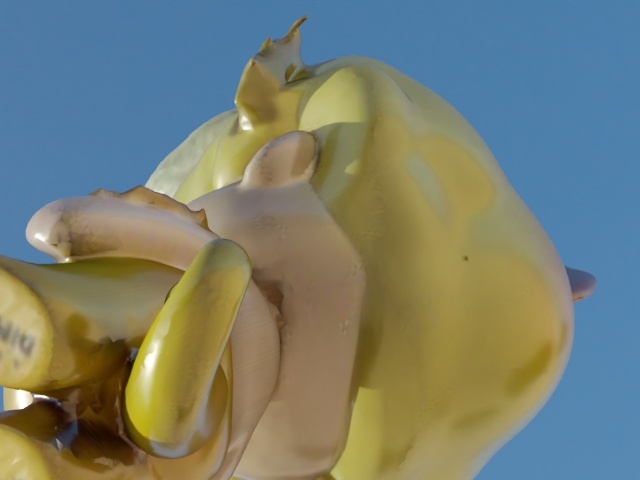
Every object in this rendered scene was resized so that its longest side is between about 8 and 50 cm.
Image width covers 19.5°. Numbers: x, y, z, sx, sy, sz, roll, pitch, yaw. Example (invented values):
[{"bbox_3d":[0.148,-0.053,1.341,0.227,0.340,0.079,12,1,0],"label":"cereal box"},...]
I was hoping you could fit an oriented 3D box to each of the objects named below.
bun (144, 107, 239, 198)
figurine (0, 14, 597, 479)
[{"bbox_3d":[0.000,0.000,1.223,0.229,0.145,0.229,-16,-24,-7],"label":"bun"},{"bbox_3d":[-0.009,0.021,0.496,0.246,0.131,0.156,-21,-66,-62],"label":"figurine"}]
